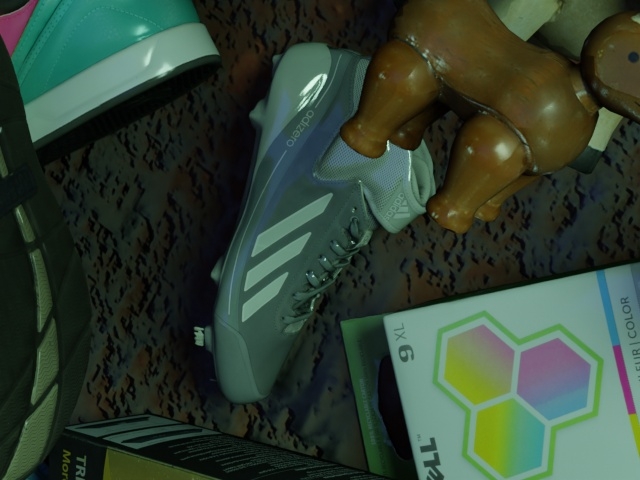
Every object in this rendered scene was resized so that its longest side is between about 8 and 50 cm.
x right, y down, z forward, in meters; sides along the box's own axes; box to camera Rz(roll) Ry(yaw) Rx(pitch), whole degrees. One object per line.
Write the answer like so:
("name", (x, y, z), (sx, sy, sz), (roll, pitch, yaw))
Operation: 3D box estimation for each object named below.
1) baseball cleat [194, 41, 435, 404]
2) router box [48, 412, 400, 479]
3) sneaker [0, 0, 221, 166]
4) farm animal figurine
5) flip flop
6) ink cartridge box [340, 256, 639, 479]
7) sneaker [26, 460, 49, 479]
("baseball cleat", (0.000, 0.000, 0.921), (0.109, 0.072, 0.206), (15, 105, 19))
("router box", (-0.048, 0.267, 0.929), (0.243, 0.081, 0.309), (7, 98, 44))
("sneaker", (-0.217, -0.121, 0.991), (0.295, 0.124, 0.178), (-23, 88, 19))
("farm animal figurine", (0.153, -0.103, 0.754), (0.172, 0.330, 0.327), (-56, 42, 23))
("flip flop", (-0.196, 0.000, 0.912), (0.080, 0.112, 0.277), (-5, 108, 29))
("ink cartridge box", (0.097, 0.078, 0.881), (0.209, 0.062, 0.109), (-13, 90, 29))
("sneaker", (-0.208, 0.258, 1.021), (0.104, 0.125, 0.262), (-12, 89, 29))
